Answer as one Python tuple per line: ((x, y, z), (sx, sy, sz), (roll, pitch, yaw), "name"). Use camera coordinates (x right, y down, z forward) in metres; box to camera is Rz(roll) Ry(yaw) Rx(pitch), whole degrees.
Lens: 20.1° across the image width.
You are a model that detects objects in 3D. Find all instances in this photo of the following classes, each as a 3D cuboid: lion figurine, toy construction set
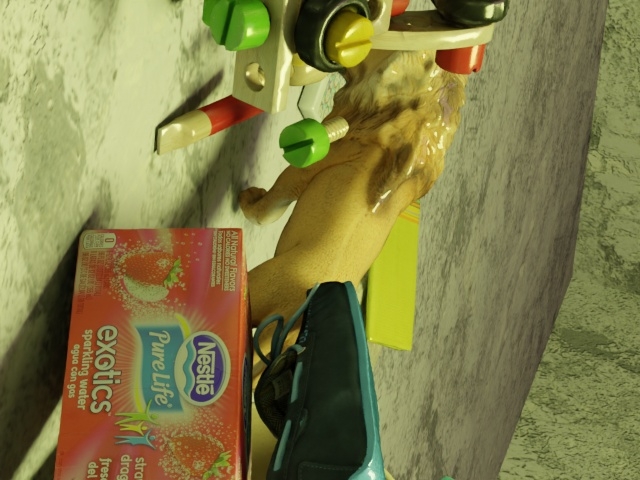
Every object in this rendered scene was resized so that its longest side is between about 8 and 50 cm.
((0.000, 0.000, 1.491), (0.240, 0.142, 0.392), (-35, -150, 49), "lion figurine")
((-0.041, -0.161, 1.297), (0.237, 0.257, 0.309), (-29, 159, -46), "toy construction set")

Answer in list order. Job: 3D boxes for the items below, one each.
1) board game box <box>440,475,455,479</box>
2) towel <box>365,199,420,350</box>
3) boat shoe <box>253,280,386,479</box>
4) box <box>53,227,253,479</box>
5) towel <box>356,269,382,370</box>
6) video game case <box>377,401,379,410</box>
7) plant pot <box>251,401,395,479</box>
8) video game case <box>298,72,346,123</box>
((0.065, 0.444, 1.871), (0.336, 0.079, 0.254), (-34, 126, -29), "board game box")
((0.079, 0.003, 2.052), (0.102, 0.021, 0.237), (19, 71, -56), "towel")
((-0.008, 0.098, 1.268), (0.258, 0.089, 0.109), (-93, 174, -70), "boat shoe")
((-0.110, 0.126, 1.247), (0.128, 0.122, 0.257), (87, 2, -49), "box")
((0.017, 0.127, 2.042), (0.282, 0.049, 0.187), (-58, 156, -51), "towel")
((0.028, 0.364, 2.153), (0.269, 0.061, 0.244), (-87, -177, -59), "video game case")
((-0.079, 0.308, 1.402), (0.256, 0.256, 0.274), (-57, 167, -50), "plant pot")
((0.021, -0.169, 1.803), (0.157, 0.019, 0.143), (59, 48, -71), "video game case")
